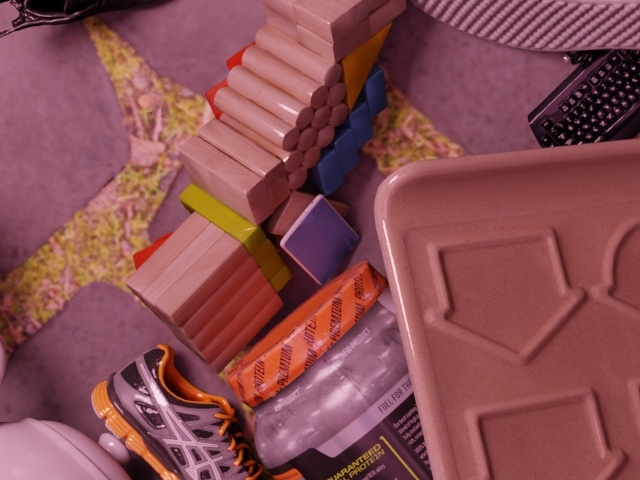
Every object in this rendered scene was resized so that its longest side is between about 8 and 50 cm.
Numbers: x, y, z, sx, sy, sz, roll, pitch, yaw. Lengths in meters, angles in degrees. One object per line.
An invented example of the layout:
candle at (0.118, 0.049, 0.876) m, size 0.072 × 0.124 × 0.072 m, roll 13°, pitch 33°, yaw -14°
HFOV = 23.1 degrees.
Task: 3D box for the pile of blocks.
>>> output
pile of blocks at (-0.047, -0.075, 1.292) m, size 0.112 × 0.149 × 0.362 m, roll 34°, pitch 99°, yaw 34°

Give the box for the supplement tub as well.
supplement tub at (0.080, 0.183, 1.270) m, size 0.193 × 0.193 × 0.316 m, roll -38°, pitch 94°, yaw 14°

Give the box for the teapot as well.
teapot at (-0.230, 0.245, 1.336) m, size 0.252 × 0.256 × 0.187 m, roll 36°, pitch 66°, yaw 21°

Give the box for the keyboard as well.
keyboard at (0.245, -0.141, 1.260) m, size 0.100 × 0.038 × 0.192 m, roll 44°, pitch 103°, yaw -2°

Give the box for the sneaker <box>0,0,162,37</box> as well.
sneaker at (-0.191, -0.205, 1.284) m, size 0.170 × 0.089 × 0.051 m, roll -15°, pitch 99°, yaw 11°

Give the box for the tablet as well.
tablet at (0.000, 0.000, 1.303) m, size 0.006 × 0.083 × 0.054 m, roll 35°, pitch 83°, yaw 35°

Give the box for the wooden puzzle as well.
wooden puzzle at (0.205, 0.103, 1.202) m, size 0.322 × 0.080 × 0.348 m, roll -7°, pitch 83°, yaw -26°

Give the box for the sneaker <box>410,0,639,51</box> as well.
sneaker at (0.207, -0.236, 1.229) m, size 0.282 × 0.102 × 0.161 m, roll 8°, pitch 71°, yaw 22°

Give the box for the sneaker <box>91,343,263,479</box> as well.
sneaker at (-0.098, 0.179, 1.355) m, size 0.215 × 0.084 × 0.083 m, roll 42°, pitch 99°, yaw -1°
